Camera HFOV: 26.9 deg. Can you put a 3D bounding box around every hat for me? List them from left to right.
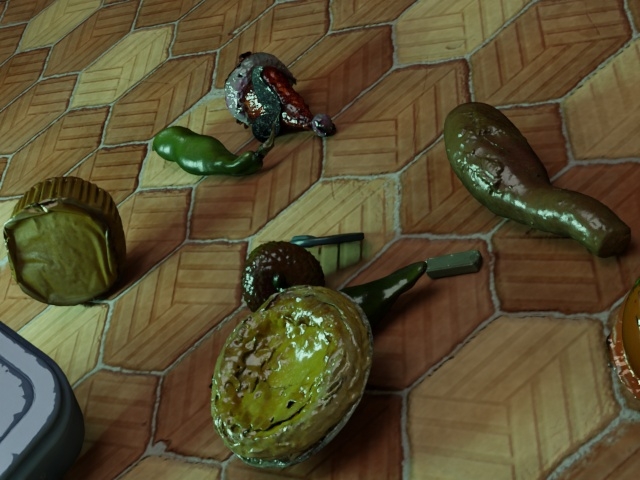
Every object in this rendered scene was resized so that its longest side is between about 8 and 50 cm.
[{"bbox_3d":[-0.061,-0.210,2.157,0.227,0.129,0.140,36,116,40],"label":"hat"}]

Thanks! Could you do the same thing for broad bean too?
[{"bbox_3d":[-0.179,-0.150,2.205,0.318,0.056,0.098,1,68,45],"label":"broad bean"},{"bbox_3d":[-0.009,0.115,1.693,0.339,0.061,0.077,-25,22,16],"label":"broad bean"}]

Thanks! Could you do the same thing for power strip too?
[{"bbox_3d":[0.165,0.030,1.680,0.083,0.017,0.027,-11,38,34],"label":"power strip"}]

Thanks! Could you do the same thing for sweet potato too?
[{"bbox_3d":[0.244,-0.076,1.669,0.109,0.109,0.385,-36,37,0],"label":"sweet potato"}]

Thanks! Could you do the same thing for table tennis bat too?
[{"bbox_3d":[0.000,0.000,1.837,0.100,0.019,0.155,-8,2,-24],"label":"table tennis bat"}]

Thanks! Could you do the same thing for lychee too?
[{"bbox_3d":[-0.051,0.054,1.762,0.114,0.114,0.146,-36,7,0],"label":"lychee"}]

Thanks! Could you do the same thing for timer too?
[{"bbox_3d":[-0.542,0.262,1.790,0.395,0.173,0.395,0,63,0],"label":"timer"}]

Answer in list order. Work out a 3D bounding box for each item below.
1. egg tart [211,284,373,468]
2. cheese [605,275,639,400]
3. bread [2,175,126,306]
[{"bbox_3d":[-0.026,0.164,1.590,0.234,0.094,0.234,-22,49,28],"label":"egg tart"},{"bbox_3d":[0.382,0.118,1.258,0.217,0.129,0.329,-21,46,17],"label":"cheese"},{"bbox_3d":[-0.394,-0.002,2.090,0.199,0.199,0.104,-27,29,14],"label":"bread"}]
